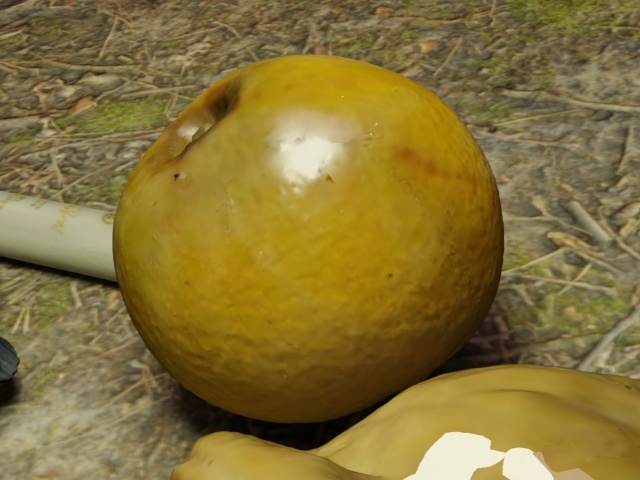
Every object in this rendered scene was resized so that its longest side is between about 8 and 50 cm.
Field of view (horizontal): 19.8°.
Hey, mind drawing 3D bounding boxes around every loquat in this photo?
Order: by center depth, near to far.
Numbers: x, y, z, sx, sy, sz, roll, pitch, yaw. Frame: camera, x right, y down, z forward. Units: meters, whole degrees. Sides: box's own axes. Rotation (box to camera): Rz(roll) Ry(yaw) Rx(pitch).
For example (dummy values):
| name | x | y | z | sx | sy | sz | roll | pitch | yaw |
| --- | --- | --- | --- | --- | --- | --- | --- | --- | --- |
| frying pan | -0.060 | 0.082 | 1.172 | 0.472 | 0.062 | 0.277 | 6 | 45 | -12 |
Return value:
| name | x | y | z | sx | sy | sz | roll | pitch | yaw |
| --- | --- | --- | --- | --- | --- | --- | --- | --- | --- |
| loquat | 0.000 | 0.000 | 1.304 | 0.275 | 0.274 | 0.275 | -6 | 30 | 4 |

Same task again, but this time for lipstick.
| name | x | y | z | sx | sy | sz | roll | pitch | yaw |
| --- | --- | --- | --- | --- | --- | --- | --- | --- | --- |
| lipstick | -0.185 | 0.003 | 1.538 | 0.264 | 0.059 | 0.059 | 11 | 35 | 30 |

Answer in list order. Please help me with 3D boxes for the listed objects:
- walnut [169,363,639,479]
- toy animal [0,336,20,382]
| name | x | y | z | sx | sy | sz | roll | pitch | yaw |
| --- | --- | --- | --- | --- | --- | --- | --- | --- | --- |
| walnut | 0.103 | 0.230 | 0.743 | 0.384 | 0.383 | 0.383 | -6 | 30 | 4 |
| toy animal | -0.322 | 0.052 | 1.371 | 0.116 | 0.179 | 0.218 | -28 | 24 | 18 |
